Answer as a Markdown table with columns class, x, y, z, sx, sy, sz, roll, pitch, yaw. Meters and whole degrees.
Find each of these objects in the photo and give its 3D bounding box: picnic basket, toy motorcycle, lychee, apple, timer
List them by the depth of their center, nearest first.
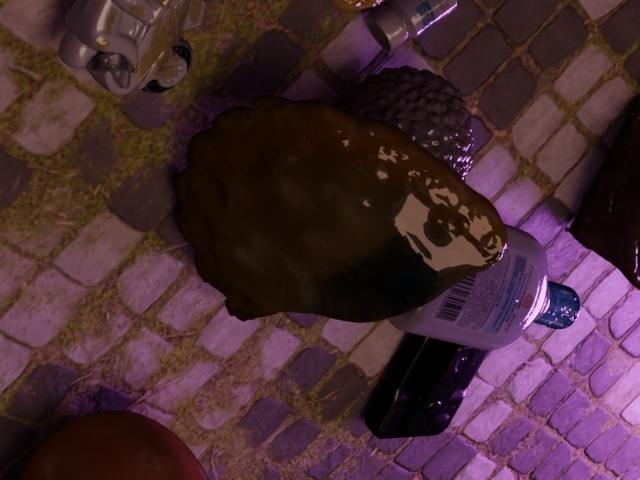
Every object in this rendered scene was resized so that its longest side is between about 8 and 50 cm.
| class | x | y | z | sx | sy | sz | roll | pitch | yaw |
| --- | --- | --- | --- | --- | --- | --- | --- | --- | --- |
| toy motorcycle | -0.167 | -0.205 | 1.365 | 0.151 | 0.074 | 0.229 | -27 | 148 | -28 |
| lychee | 0.074 | -0.090 | 1.612 | 0.197 | 0.165 | 0.165 | -40 | 142 | -8 |
| apple | -0.225 | 0.311 | 1.686 | 0.253 | 0.253 | 0.254 | -24 | 138 | -24 |
| picnic basket | 0.537 | -0.016 | 1.968 | 0.337 | 0.337 | 0.293 | -1 | 126 | -41 |
| timer | 0.151 | 0.181 | 2.016 | 0.144 | 0.055 | 0.187 | 4 | 122 | -43 |

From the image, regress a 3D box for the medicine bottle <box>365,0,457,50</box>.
| class | x | y | z | sx | sy | sz | roll | pitch | yaw |
| --- | --- | --- | --- | --- | --- | --- | --- | --- | --- |
| medicine bottle | 0.094 | -0.237 | 1.581 | 0.089 | 0.052 | 0.052 | -36 | 141 | -9 |

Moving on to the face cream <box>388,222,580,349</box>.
| class | x | y | z | sx | sy | sz | roll | pitch | yaw |
| --- | --- | --- | --- | --- | --- | --- | --- | --- | --- |
| face cream | 0.215 | 0.058 | 1.928 | 0.336 | 0.080 | 0.163 | 15 | 98 | -48 |

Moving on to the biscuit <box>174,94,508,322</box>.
| class | x | y | z | sx | sy | sz | roll | pitch | yaw |
| --- | --- | --- | --- | --- | --- | --- | --- | --- | --- |
| biscuit | 0.000 | 0.000 | 1.569 | 0.329 | 0.078 | 0.335 | 25 | 138 | -7 |

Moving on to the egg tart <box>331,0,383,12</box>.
| class | x | y | z | sx | sy | sz | roll | pitch | yaw |
| --- | --- | --- | --- | --- | --- | --- | --- | --- | --- |
| egg tart | 0.039 | -0.283 | 1.490 | 0.130 | 0.052 | 0.130 | -25 | 139 | -24 |
